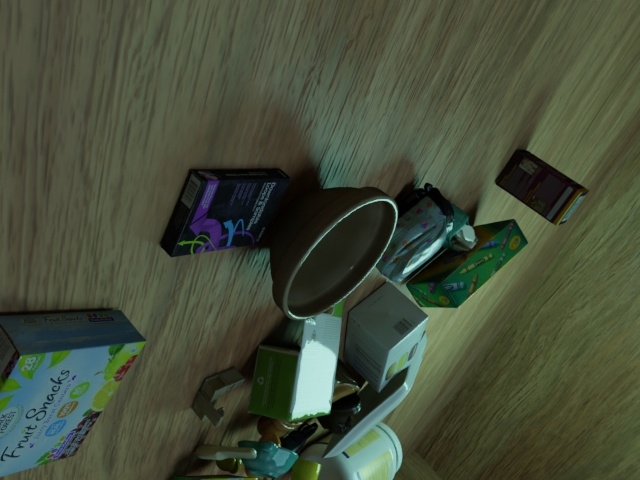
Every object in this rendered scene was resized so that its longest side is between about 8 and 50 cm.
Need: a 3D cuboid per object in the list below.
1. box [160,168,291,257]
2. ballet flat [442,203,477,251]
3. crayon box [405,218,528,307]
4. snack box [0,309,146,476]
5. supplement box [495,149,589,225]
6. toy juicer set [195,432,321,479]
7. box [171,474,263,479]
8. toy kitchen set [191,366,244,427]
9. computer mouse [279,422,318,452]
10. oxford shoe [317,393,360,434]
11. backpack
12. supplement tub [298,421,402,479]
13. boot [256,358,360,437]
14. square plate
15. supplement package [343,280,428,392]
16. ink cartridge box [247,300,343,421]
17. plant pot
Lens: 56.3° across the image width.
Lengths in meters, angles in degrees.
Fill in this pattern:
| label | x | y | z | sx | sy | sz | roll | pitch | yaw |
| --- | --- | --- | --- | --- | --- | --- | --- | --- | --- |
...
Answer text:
| label | x | y | z | sx | sy | sz | roll | pitch | yaw |
| --- | --- | --- | --- | --- | --- | --- | --- | --- | --- |
| box | -0.119 | -0.038 | 0.779 | 0.162 | 0.029 | 0.116 | -12 | 137 | -53 |
| ballet flat | 0.333 | -0.013 | 1.442 | 0.083 | 0.087 | 0.247 | -49 | 155 | 1 |
| crayon box | 0.371 | 0.060 | 1.520 | 0.278 | 0.081 | 0.165 | -37 | -171 | -22 |
| snack box | -0.334 | 0.182 | 0.708 | 0.207 | 0.070 | 0.174 | -56 | 154 | 14 |
| supplement box | 0.551 | -0.134 | 1.493 | 0.081 | 0.188 | 0.104 | -11 | 136 | -53 |
| toy juicer set | -0.148 | 0.461 | 1.303 | 0.329 | 0.209 | 0.089 | 52 | 43 | -50 |
| box | -0.217 | 0.525 | 1.280 | 0.105 | 0.043 | 0.179 | -15 | 157 | 41 |
| toy kitchen set | -0.180 | 0.295 | 1.104 | 0.075 | 0.068 | 0.083 | -13 | 138 | -50 |
| computer mouse | -0.110 | 0.571 | 1.608 | 0.188 | 0.072 | 0.272 | -52 | 166 | 3 |
| oxford shoe | 0.057 | 0.454 | 1.559 | 0.083 | 0.096 | 0.227 | -24 | 171 | -26 |
| backpack | 0.175 | -0.006 | 1.180 | 0.182 | 0.115 | 0.152 | -38 | 155 | -13 |
| supplement tub | 0.099 | 0.736 | 1.950 | 0.331 | 0.241 | 0.241 | -6 | 132 | -53 |
| boot | -0.024 | 0.389 | 1.444 | 0.220 | 0.109 | 0.283 | -42 | 166 | 6 |
| square plate | 0.171 | 0.438 | 1.694 | 0.344 | 0.049 | 0.347 | -49 | 176 | 24 |
| supplement package | 0.154 | 0.241 | 1.467 | 0.139 | 0.134 | 0.244 | -36 | 152 | -24 |
| ink cartridge box | -0.040 | 0.220 | 1.206 | 0.189 | 0.097 | 0.255 | 24 | 72 | -63 |
| plant pot | 0.000 | 0.000 | 0.923 | 0.237 | 0.110 | 0.237 | -37 | 153 | -23 |
